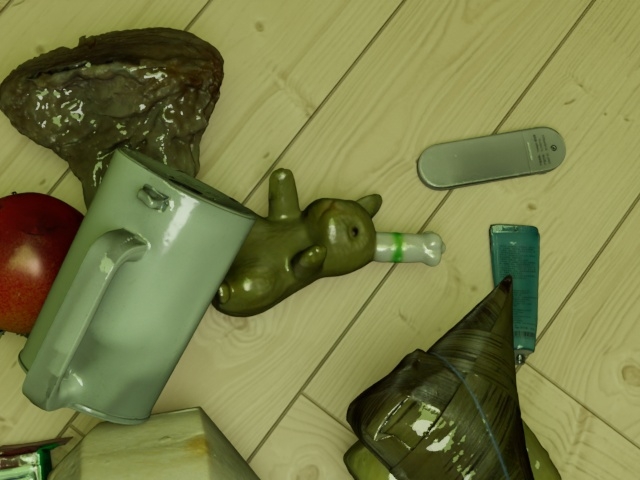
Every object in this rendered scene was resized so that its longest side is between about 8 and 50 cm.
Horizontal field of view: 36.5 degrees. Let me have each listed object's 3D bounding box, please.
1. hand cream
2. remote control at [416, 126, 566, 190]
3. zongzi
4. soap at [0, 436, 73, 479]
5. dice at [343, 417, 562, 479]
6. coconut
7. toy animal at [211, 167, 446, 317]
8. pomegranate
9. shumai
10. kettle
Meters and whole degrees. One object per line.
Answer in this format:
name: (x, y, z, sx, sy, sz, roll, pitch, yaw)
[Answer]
hand cream: (0.306, 0.083, 1.522, 0.083, 0.048, 0.224, 3, 74, -4)
remote control: (0.276, -0.131, 1.561, 0.245, 0.022, 0.077, -10, 84, -6)
zongzi: (0.226, 0.223, 1.215, 0.286, 0.138, 0.300, 46, 69, 1)
soap: (-0.455, 0.430, 1.386, 0.218, 0.098, 0.273, -7, 82, -5)
dice: (0.182, 0.336, 1.369, 0.227, 0.238, 0.233, -33, 83, -9)
coconut: (-0.211, 0.379, 1.319, 0.323, 0.323, 0.322, 1, 81, -3)
toy animal: (-0.009, -0.007, 1.438, 0.363, 0.180, 0.181, -21, 57, -3)
pomegranate: (-0.420, 0.045, 1.401, 0.210, 0.210, 0.235, 13, 115, -1)
shumai: (-0.295, -0.168, 1.488, 0.346, 0.217, 0.283, -14, 113, 5)
kettle: (-0.238, 0.066, 1.253, 0.205, 0.265, 0.318, 27, 96, -23)
